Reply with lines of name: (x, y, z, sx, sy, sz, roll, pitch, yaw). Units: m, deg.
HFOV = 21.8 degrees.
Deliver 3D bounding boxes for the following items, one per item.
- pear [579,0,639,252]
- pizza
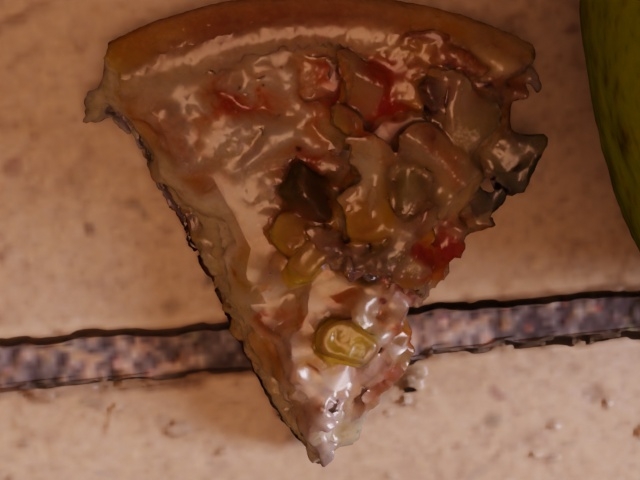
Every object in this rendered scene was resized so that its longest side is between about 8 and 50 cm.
pear: (0.268, -0.070, 0.521, 0.391, 0.391, 0.391, -2, 103, -7)
pizza: (0.000, 0.000, 0.662, 0.185, 0.052, 0.195, -2, 103, -4)
